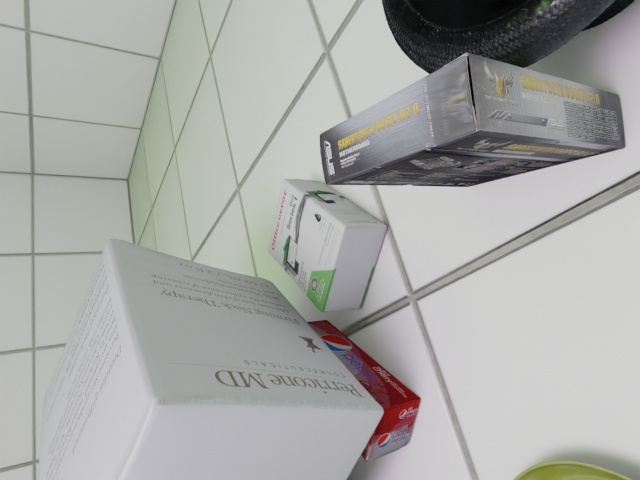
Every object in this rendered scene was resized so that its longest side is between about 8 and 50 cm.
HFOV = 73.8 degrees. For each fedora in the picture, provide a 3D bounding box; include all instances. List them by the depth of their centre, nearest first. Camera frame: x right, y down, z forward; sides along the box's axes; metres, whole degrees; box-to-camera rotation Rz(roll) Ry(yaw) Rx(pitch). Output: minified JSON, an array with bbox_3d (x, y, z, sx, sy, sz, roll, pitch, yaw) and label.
[{"bbox_3d":[0.199,-0.303,0.396,0.334,0.152,0.334,-7,81,58],"label":"fedora"}]

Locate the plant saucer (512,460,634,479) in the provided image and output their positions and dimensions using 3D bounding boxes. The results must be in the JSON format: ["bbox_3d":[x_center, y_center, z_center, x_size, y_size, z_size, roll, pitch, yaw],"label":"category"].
[{"bbox_3d":[0.280,0.327,0.391,0.241,0.037,0.241,4,95,57],"label":"plant saucer"}]

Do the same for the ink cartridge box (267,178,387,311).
[{"bbox_3d":[0.000,0.000,0.761,0.219,0.092,0.160,40,123,48],"label":"ink cartridge box"}]

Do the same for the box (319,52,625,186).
[{"bbox_3d":[0.143,-0.097,0.415,0.183,0.230,0.056,-11,85,57],"label":"box"}]

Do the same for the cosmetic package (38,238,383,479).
[{"bbox_3d":[-0.193,0.251,0.646,0.393,0.329,0.328,38,104,51],"label":"cosmetic package"}]

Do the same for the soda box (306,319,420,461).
[{"bbox_3d":[0.039,0.232,0.714,0.263,0.083,0.092,30,114,52],"label":"soda box"}]
